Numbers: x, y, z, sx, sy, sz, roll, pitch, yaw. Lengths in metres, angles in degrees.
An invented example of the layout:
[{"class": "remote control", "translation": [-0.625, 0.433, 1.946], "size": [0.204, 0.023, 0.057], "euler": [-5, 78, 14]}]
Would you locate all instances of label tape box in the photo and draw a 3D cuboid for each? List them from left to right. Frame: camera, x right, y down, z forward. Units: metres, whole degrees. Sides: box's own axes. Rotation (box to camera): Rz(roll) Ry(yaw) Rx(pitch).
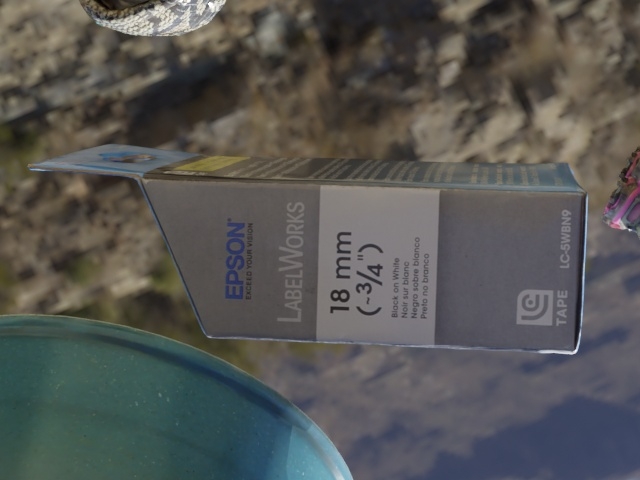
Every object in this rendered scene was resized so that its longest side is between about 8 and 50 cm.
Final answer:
[{"class": "label tape box", "translation": [0.000, 0.000, 1.206], "size": [0.334, 0.106, 0.240], "euler": [2, -174, 6]}]

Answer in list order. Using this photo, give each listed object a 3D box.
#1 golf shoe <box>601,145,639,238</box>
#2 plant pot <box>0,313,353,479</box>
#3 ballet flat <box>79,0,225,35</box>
[{"class": "golf shoe", "translation": [0.237, -0.061, 1.054], "size": [0.067, 0.086, 0.186], "euler": [-58, 176, -45]}, {"class": "plant pot", "translation": [-0.132, 0.218, 0.885], "size": [0.272, 0.271, 0.255], "euler": [-28, -144, 35]}, {"class": "ballet flat", "translation": [-0.039, -0.354, 1.523], "size": [0.483, 0.164, 0.182], "euler": [-49, 177, 18]}]
